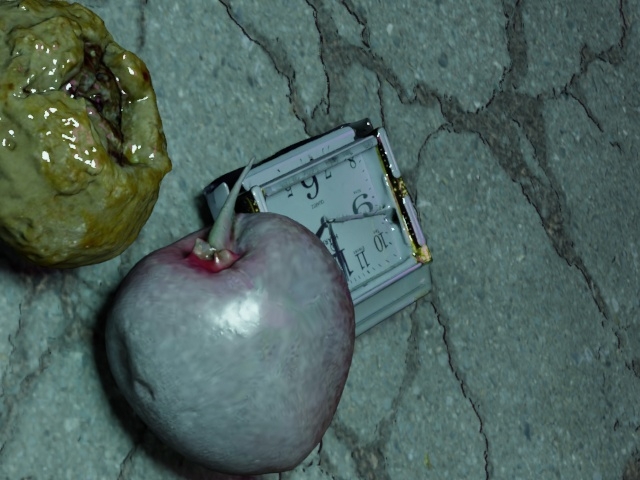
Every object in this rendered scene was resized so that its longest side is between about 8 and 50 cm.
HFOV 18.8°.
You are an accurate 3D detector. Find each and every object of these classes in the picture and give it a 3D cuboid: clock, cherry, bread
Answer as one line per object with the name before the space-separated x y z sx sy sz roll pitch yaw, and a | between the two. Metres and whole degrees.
clock | 0.000 0.000 1.842 0.253 0.083 0.186 -27 99 -50
cherry | -0.075 0.081 1.642 0.213 0.183 0.266 -23 104 -19
bread | -0.205 -0.088 1.562 0.230 0.123 0.230 -16 90 -71
